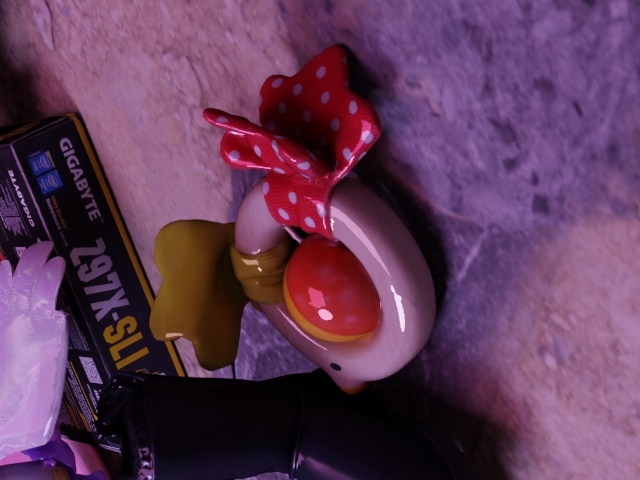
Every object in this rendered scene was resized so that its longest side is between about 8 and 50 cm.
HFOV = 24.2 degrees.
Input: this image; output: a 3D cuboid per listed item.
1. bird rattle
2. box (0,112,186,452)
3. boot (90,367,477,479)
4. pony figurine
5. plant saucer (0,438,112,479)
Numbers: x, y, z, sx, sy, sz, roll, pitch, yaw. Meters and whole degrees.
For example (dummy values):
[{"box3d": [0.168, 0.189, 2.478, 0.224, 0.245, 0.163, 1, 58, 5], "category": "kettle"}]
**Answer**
[{"box3d": [0.000, 0.000, 1.039, 0.207, 0.143, 0.253, 44, 134, 6], "category": "bird rattle"}, {"box3d": [-0.259, 0.044, 1.451, 0.257, 0.079, 0.322, 0, 114, 58], "category": "box"}, {"box3d": [-0.033, 0.159, 1.042, 0.246, 0.207, 0.094, 36, 121, 56], "category": "boot"}, {"box3d": [-0.366, 0.172, 1.368, 0.303, 0.363, 0.351, 17, 113, 58], "category": "pony figurine"}, {"box3d": [-0.345, 0.318, 1.684, 0.332, 0.084, 0.332, 5, 99, 30], "category": "plant saucer"}]
